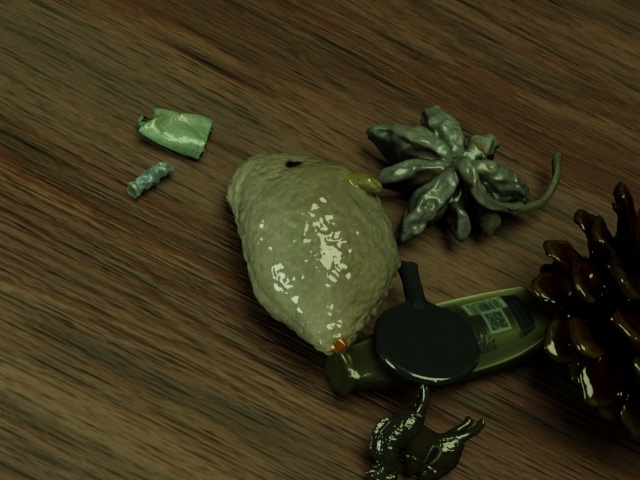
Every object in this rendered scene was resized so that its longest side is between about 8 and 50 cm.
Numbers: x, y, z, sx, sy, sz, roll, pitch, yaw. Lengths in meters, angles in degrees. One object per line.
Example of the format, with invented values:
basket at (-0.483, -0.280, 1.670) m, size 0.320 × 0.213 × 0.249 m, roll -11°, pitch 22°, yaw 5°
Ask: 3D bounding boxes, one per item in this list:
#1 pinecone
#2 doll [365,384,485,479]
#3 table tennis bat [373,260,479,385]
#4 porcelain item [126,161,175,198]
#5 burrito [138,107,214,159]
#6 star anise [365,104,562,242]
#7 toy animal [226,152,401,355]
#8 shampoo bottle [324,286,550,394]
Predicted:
pinecone at (0.517, 0.083, 1.564) m, size 0.397 × 0.398 × 0.398 m, roll 10°, pitch 54°, yaw -14°
doll at (0.134, 0.279, 1.472) m, size 0.139 × 0.057 × 0.165 m, roll 41°, pitch 75°, yaw -20°
table tennis bat at (0.144, 0.116, 1.522) m, size 0.150 × 0.027 × 0.236 m, roll 2°, pitch 41°, yaw -10°
porcelain item at (-0.255, -0.095, 1.616) m, size 0.083 × 0.036 × 0.028 m, roll -37°, pitch 107°, yaw -30°
burrito at (-0.228, -0.173, 1.673) m, size 0.118 × 0.044 × 0.074 m, roll 16°, pitch 56°, yaw -12°
star anise at (0.227, -0.120, 1.746) m, size 0.316 × 0.139 × 0.359 m, roll 38°, pitch 52°, yaw 0°
toy animal at (0.002, 0.006, 1.543) m, size 0.226 × 0.188 × 0.358 m, roll -7°, pitch 58°, yaw -17°
shampoo bottle at (0.175, 0.155, 1.569) m, size 0.350 × 0.084 × 0.126 m, roll -13°, pitch 57°, yaw -27°
